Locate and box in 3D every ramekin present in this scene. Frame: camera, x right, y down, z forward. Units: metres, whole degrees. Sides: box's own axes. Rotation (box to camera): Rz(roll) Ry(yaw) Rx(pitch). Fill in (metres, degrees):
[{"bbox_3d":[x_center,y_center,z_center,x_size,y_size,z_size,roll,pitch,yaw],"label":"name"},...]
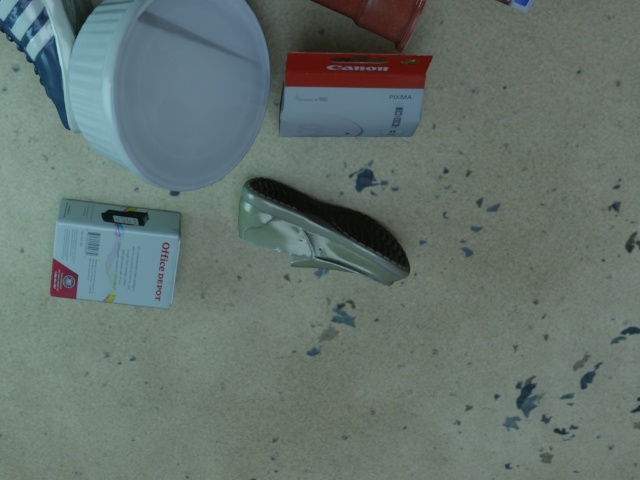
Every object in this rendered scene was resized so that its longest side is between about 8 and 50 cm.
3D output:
[{"bbox_3d":[-0.200,-0.205,1.827,0.273,0.127,0.272,-15,110,-45],"label":"ramekin"}]

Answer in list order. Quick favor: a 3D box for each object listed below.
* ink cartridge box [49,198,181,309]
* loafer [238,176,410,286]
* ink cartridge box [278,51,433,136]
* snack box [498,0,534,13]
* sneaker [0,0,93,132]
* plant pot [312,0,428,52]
[{"bbox_3d":[-0.291,0.020,2.043,0.175,0.072,0.127,7,119,-8],"label":"ink cartridge box"},{"bbox_3d":[0.000,0.000,2.041,0.269,0.102,0.092,26,117,-7],"label":"loafer"},{"bbox_3d":[0.042,-0.186,1.871,0.189,0.232,0.066,0,84,-3],"label":"ink cartridge box"},{"bbox_3d":[0.284,-0.389,1.874,0.064,0.022,0.178,20,116,-16],"label":"snack box"},{"bbox_3d":[-0.382,-0.298,1.836,0.148,0.131,0.350,-7,114,9],"label":"sneaker"},{"bbox_3d":[0.019,-0.399,1.730,0.265,0.272,0.272,18,117,-5],"label":"plant pot"}]
